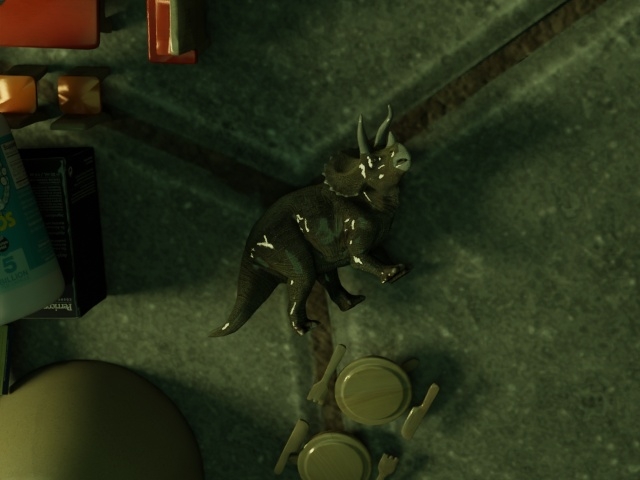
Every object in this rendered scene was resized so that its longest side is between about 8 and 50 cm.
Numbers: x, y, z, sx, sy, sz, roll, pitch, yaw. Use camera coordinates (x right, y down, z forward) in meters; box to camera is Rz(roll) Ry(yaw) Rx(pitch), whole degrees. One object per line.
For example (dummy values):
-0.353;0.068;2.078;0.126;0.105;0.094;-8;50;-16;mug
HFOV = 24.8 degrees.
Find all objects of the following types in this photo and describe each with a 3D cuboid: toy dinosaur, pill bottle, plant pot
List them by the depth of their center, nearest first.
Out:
-0.375;-0.042;1.522;0.146;0.146;0.264;-17;99;15;pill bottle
0.000;0.000;1.595;0.313;0.121;0.160;-33;83;21;toy dinosaur
-0.294;0.300;1.672;0.284;0.191;0.284;2;104;10;plant pot

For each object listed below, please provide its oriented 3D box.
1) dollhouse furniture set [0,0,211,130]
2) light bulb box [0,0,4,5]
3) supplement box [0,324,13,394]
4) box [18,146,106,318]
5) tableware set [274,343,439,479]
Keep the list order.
-0.256;-0.245;1.556;0.259;0.135;0.262;3;104;11;dollhouse furniture set
-0.470;-0.416;1.380;0.225;0.361;0.358;-44;66;17;light bulb box
-0.409;0.135;1.693;0.056;0.083;0.083;4;90;53;supplement box
-0.389;-0.008;1.660;0.261;0.103;0.184;0;100;11;box
0.038;0.207;1.663;0.128;0.039;0.194;23;113;-7;tableware set
